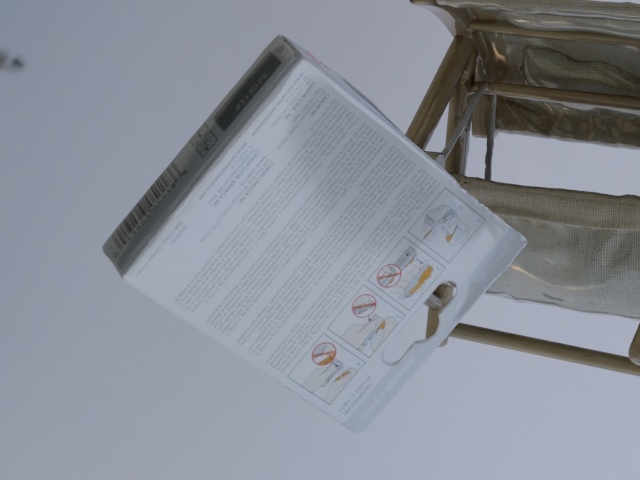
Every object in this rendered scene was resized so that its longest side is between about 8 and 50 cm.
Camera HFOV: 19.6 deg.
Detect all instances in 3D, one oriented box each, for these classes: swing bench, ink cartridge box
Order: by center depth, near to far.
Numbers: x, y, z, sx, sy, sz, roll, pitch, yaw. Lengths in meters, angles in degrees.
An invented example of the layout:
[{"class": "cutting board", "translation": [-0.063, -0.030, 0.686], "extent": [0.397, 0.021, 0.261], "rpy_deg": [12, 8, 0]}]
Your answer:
[{"class": "ink cartridge box", "translation": [0.000, 0.000, 0.963], "extent": [0.145, 0.179, 0.045], "rpy_deg": [-50, -146, 6]}, {"class": "swing bench", "translation": [0.179, -0.040, 1.328], "extent": [0.253, 0.165, 0.255], "rpy_deg": [11, -99, 34]}]
